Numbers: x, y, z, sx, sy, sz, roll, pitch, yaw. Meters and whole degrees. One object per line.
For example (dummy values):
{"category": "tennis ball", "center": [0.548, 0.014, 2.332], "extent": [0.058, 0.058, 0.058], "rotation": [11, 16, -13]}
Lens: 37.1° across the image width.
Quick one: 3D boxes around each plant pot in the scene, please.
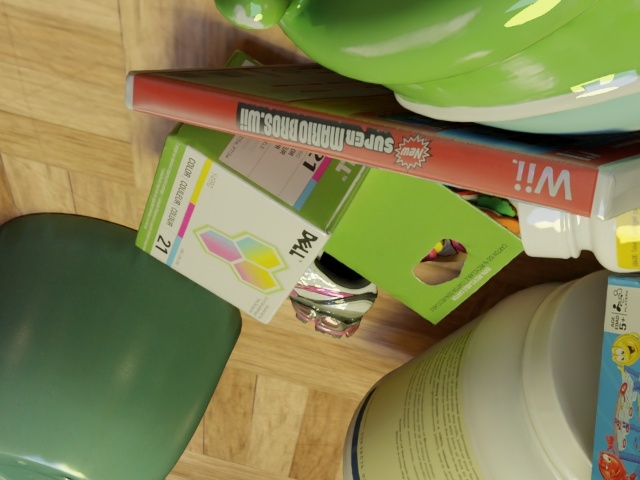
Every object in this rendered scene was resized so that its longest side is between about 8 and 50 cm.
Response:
{"category": "plant pot", "center": [-0.255, 0.151, 1.001], "extent": [0.293, 0.235, 0.293], "rotation": [11, 146, 8]}

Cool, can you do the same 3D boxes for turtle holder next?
{"category": "turtle holder", "center": [0.088, -0.143, 0.418], "extent": [0.227, 0.243, 0.320], "rotation": [19, 146, -35]}

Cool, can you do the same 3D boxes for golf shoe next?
{"category": "golf shoe", "center": [-0.034, 0.017, 0.876], "extent": [0.186, 0.067, 0.086], "rotation": [22, 120, -9]}

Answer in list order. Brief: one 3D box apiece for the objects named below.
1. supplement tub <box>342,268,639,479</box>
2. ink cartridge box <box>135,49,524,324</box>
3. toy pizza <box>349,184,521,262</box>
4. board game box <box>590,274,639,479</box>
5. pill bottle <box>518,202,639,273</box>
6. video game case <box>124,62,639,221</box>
{"category": "supplement tub", "center": [0.186, 0.178, 0.852], "extent": [0.235, 0.235, 0.325], "rotation": [25, 146, -14]}
{"category": "ink cartridge box", "center": [0.000, 0.000, 0.737], "extent": [0.255, 0.097, 0.189], "rotation": [33, 150, -1]}
{"category": "toy pizza", "center": [0.083, -0.034, 0.767], "extent": [0.201, 0.032, 0.201], "rotation": [11, 147, 8]}
{"category": "board game box", "center": [0.335, 0.185, 0.662], "extent": [0.308, 0.302, 0.086], "rotation": [6, 179, -22]}
{"category": "pill bottle", "center": [0.240, -0.036, 0.619], "extent": [0.208, 0.119, 0.119], "rotation": [1, 144, 21]}
{"category": "video game case", "center": [0.062, -0.068, 0.534], "extent": [0.285, 0.204, 0.025], "rotation": [16, 109, 35]}
